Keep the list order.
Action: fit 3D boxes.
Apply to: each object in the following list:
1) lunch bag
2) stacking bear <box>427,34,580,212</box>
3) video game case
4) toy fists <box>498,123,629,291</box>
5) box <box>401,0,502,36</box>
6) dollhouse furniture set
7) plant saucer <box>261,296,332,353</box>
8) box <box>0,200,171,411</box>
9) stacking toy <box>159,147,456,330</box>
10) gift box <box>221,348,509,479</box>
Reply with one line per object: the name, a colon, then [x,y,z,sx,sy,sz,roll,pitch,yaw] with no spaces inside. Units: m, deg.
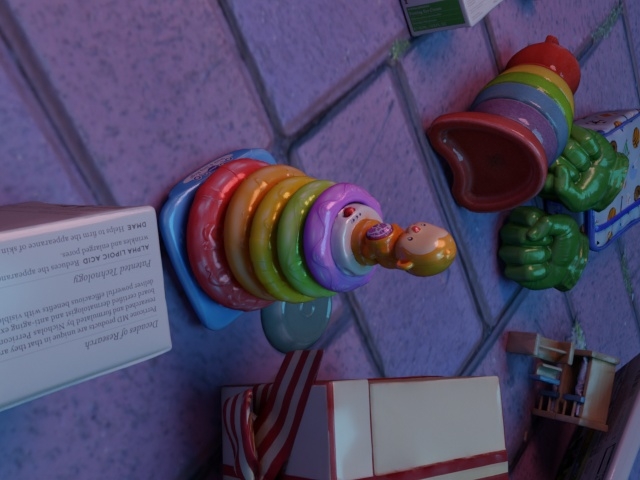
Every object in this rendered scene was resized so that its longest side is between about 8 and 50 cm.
lunch bag: [0.534,-0.113,1.483,0.303,0.115,0.243,-23,112,-43]
stacking bear: [0.311,-0.200,1.210,0.289,0.164,0.175,-54,129,-35]
video game case: [0.502,0.358,1.405,0.329,0.036,0.300,-55,170,-29]
toy fists: [0.391,-0.050,1.292,0.142,0.096,0.279,20,99,-13]
box: [0.178,-0.345,1.086,0.102,0.101,0.087,-43,122,-36]
dollhouse furniture set: [0.395,0.241,1.372,0.184,0.129,0.129,18,79,-22]
plant saucer: [-0.022,0.081,0.962,0.119,0.021,0.119,-5,96,-48]
box: [-0.243,0.041,0.602,0.182,0.181,0.118,-15,105,-46]
stacking toy: [0.000,0.000,0.773,0.175,0.302,0.165,-38,120,-38]
gift box: [0.040,0.244,0.814,0.258,0.276,0.255,3,74,-32]
